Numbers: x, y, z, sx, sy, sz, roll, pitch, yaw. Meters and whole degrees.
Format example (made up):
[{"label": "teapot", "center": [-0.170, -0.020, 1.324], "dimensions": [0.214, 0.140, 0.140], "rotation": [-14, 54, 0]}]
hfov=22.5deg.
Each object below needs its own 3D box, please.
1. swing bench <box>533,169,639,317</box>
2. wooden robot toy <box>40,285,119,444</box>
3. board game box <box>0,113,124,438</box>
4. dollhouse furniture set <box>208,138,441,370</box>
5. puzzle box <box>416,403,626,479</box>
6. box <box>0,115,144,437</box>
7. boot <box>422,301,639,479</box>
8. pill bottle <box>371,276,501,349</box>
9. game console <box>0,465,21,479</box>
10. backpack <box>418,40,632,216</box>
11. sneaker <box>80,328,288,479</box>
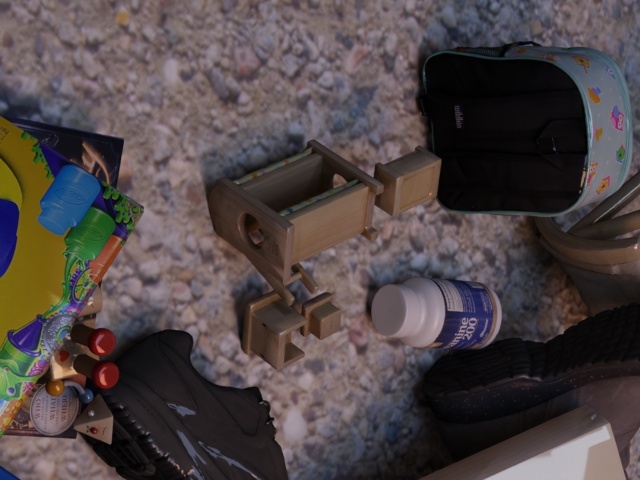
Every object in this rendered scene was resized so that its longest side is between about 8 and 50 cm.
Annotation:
[{"label": "swing bench", "center": [0.387, 0.035, 1.621], "dimensions": [0.255, 0.165, 0.253], "rotation": [-30, 120, 8]}, {"label": "wooden robot toy", "center": [-0.203, 0.078, 1.210], "dimensions": [0.079, 0.076, 0.173], "rotation": [-12, 103, -28]}, {"label": "board game box", "center": [-0.248, 0.027, 1.236], "dimensions": [0.165, 0.042, 0.243], "rotation": [9, 90, -40]}, {"label": "dollhouse furniture set", "center": [0.000, 0.000, 1.431], "dimensions": [0.182, 0.101, 0.160], "rotation": [-25, 135, -36]}, {"label": "puzzle box", "center": [0.107, 0.348, 1.463], "dimensions": [0.409, 0.052, 0.272], "rotation": [-22, 112, -10]}, {"label": "box", "center": [-0.315, 0.032, 1.022], "dimensions": [0.290, 0.177, 0.279], "rotation": [32, 73, -7]}, {"label": "boot", "center": [0.282, 0.189, 1.551], "dimensions": [0.118, 0.338, 0.222], "rotation": [-60, 134, -59]}, {"label": "pill bottle", "center": [0.109, 0.069, 1.522], "dimensions": [0.120, 0.067, 0.067], "rotation": [5, 92, -40]}, {"label": "game console", "center": [-0.287, 0.322, 1.204], "dimensions": [0.250, 0.173, 0.293], "rotation": [-35, 130, 11]}, {"label": "backpack", "center": [0.203, -0.104, 1.500], "dimensions": [0.144, 0.188, 0.165], "rotation": [-10, 101, -39]}, {"label": "sneaker", "center": [-0.070, 0.192, 1.329], "dimensions": [0.286, 0.109, 0.130], "rotation": [52, 53, -10]}]
